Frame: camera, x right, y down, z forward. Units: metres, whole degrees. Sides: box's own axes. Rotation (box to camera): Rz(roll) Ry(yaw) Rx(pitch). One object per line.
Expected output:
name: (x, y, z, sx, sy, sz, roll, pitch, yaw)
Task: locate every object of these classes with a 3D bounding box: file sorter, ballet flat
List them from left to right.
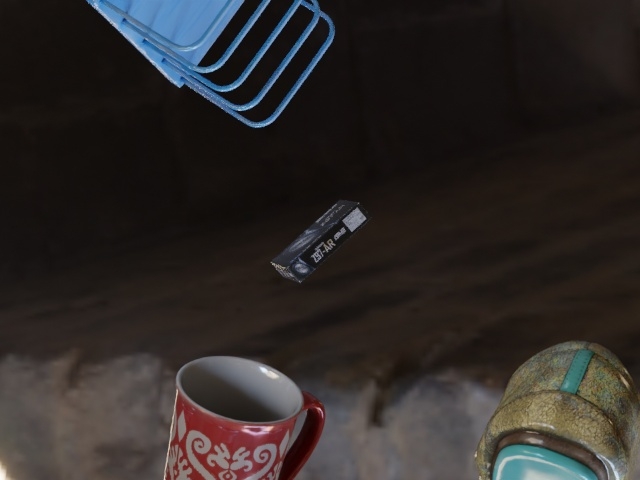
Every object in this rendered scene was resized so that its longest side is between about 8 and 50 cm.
file sorter: (-0.076, -0.175, 1.372, 0.118, 0.104, 0.170, -54, 156, -3)
ballet flat: (0.151, 0.189, 1.218, 0.123, 0.123, 0.348, -54, 161, -34)

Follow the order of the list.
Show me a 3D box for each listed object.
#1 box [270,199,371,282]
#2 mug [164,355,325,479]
box: (0.000, 0.000, 1.533, 0.083, 0.067, 0.018, -42, 102, -7)
mug: (-0.069, 0.205, 1.599, 0.150, 0.113, 0.169, 7, 115, -14)
